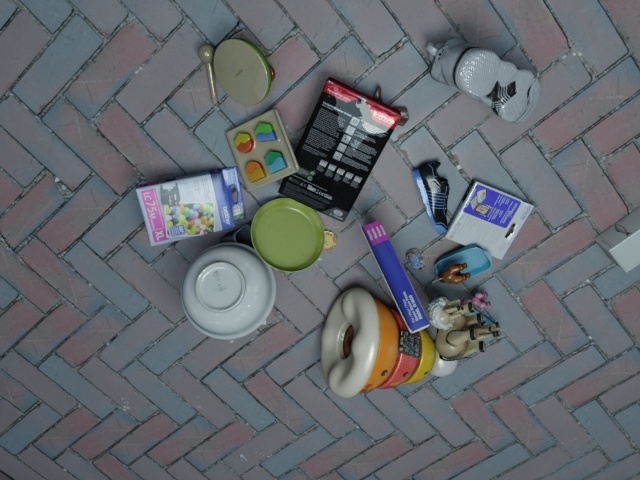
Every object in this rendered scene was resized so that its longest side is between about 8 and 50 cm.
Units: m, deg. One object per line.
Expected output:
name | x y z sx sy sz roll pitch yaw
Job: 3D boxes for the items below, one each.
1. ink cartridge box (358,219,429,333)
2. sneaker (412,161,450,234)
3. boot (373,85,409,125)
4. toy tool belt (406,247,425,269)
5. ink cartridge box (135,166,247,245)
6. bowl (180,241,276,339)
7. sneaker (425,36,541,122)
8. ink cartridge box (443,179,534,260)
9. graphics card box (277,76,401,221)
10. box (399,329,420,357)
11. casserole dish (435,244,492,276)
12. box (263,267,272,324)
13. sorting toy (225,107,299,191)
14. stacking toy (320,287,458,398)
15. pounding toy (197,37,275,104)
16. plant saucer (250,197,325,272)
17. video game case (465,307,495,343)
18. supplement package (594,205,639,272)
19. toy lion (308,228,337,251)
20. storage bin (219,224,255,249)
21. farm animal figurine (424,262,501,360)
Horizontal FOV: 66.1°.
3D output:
ink cartridge box | 0.220 0.108 1.425 0.071 0.330 0.325 -25 77 4
sneaker | 0.364 -0.130 1.518 0.090 0.081 0.233 -20 109 18
boot | 0.209 -0.393 1.440 0.114 0.037 0.107 10 126 2
toy tool belt | 0.317 0.070 1.618 0.052 0.051 0.083 -25 109 12
ink cartridge box | -0.388 -0.108 1.516 0.310 0.065 0.186 -15 111 -17
bowl | -0.281 0.142 1.447 0.297 0.134 0.298 0 80 0
sneaker | 0.447 -0.452 1.359 0.365 0.210 0.138 11 118 -40
ink cartridge box | 0.529 -0.063 1.558 0.208 0.045 0.207 22 113 -6
graphics card box | 0.049 -0.260 1.455 0.232 0.094 0.371 23 117 -7
box | 0.274 0.317 1.502 0.083 0.067 0.018 26 150 -37
casserole dish | 0.462 0.072 1.597 0.188 0.037 0.114 -26 121 30
box | -0.254 0.176 1.617 0.180 0.182 0.119 3 114 2
sorting toy | -0.178 -0.263 1.454 0.208 0.038 0.193 -18 95 30
stacking toy | 0.268 0.367 1.647 0.479 0.351 0.351 14 113 -21
pounding toy | -0.218 -0.490 1.399 0.236 0.110 0.183 8 128 31
plant saucer | -0.104 -0.014 1.546 0.240 0.037 0.241 6 73 -19
video game case | 0.519 0.320 1.733 0.119 0.015 0.166 36 109 -12
supplement package | 0.978 -0.008 1.530 0.179 0.105 0.105 -41 106 16
toy lion | 0.000 0.000 1.617 0.100 0.034 0.096 42 101 -13
storage bin | -0.261 0.021 1.609 0.090 0.098 0.135 -6 116 35
farm animal figurine | 0.422 0.254 1.542 0.172 0.327 0.331 -21 112 31
